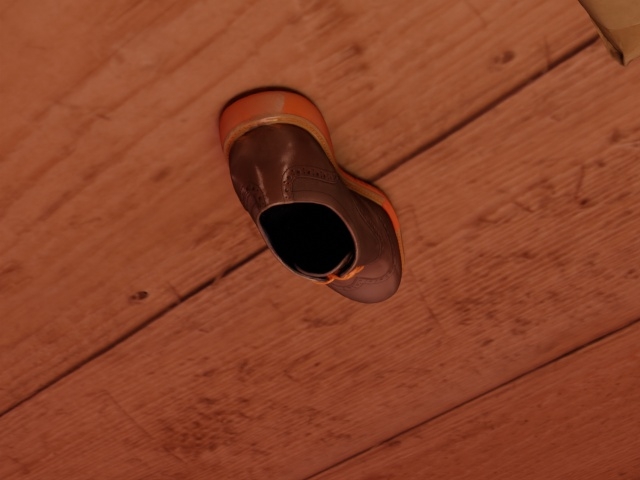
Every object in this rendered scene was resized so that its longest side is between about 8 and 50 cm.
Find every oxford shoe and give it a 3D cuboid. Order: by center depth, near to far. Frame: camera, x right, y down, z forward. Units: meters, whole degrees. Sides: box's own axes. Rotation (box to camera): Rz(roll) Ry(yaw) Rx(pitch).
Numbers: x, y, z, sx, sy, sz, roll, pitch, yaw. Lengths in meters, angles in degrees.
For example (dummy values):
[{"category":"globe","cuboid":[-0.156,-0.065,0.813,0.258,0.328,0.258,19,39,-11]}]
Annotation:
[{"category":"oxford shoe","cuboid":[0.000,0.000,1.272,0.130,0.132,0.363,-20,147,16]}]

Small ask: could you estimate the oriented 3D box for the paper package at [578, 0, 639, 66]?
[{"category":"paper package","cuboid":[0.215,-0.295,0.584,0.325,0.309,0.168,-26,146,22]}]
